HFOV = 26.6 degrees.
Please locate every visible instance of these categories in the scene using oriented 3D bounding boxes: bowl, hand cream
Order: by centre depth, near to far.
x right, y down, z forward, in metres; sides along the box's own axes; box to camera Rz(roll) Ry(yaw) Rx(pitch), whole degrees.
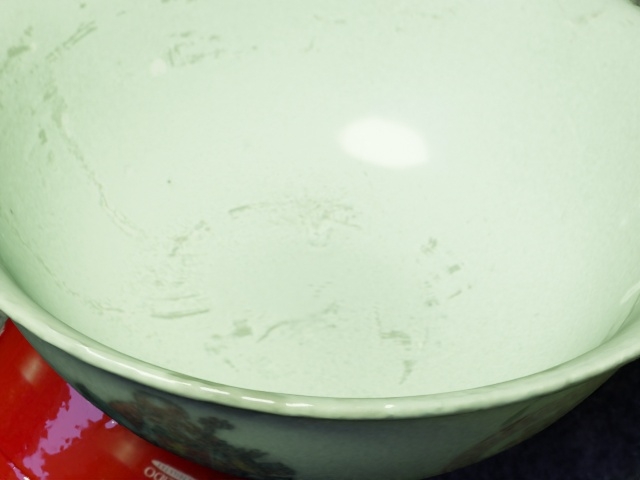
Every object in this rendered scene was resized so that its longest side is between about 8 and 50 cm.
[{"bbox_3d":[0.000,0.000,0.747,0.434,0.434,0.196,35,137,30],"label":"bowl"},{"bbox_3d":[-0.135,0.131,0.823,0.193,0.193,0.125,39,93,30],"label":"hand cream"}]
